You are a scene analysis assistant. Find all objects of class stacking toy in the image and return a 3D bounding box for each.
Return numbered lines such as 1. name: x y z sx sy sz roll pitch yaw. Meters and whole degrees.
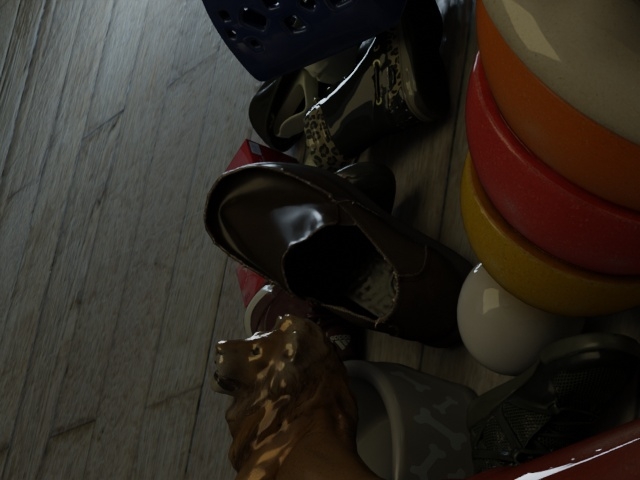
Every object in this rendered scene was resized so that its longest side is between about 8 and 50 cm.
1. stacking toy: 0.232 -0.057 1.459 0.480 0.351 0.350 112 161 -46

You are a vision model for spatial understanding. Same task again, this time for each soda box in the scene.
1. soda box: -0.060 -0.012 2.131 0.092 0.083 0.263 -56 28 24

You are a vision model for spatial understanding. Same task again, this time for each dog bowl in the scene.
1. dog bowl: 0.031 0.279 1.724 0.349 0.102 0.349 -42 38 43

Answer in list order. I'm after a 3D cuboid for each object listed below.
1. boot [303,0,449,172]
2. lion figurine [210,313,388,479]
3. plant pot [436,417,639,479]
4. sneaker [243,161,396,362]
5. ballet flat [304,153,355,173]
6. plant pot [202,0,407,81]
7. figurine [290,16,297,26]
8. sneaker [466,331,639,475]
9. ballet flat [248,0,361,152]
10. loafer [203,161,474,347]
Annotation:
1. boot: 0.056 -0.203 2.012 0.178 0.085 0.236 -31 47 32
2. lion figurine: 0.005 0.240 1.572 0.240 0.142 0.392 -58 42 5
3. plant pot: 0.222 0.249 1.230 0.265 0.272 0.272 -35 41 37
4. sneaker: 0.025 0.060 1.925 0.281 0.106 0.162 -59 38 29
5. ballet flat: 0.019 -0.104 2.077 0.052 0.057 0.168 17 87 67
6. plant pot: -0.029 -0.358 1.980 0.236 0.212 0.236 -17 43 42
7. figurine: -0.026 -0.366 2.342 0.215 0.092 0.209 -50 40 32
8. sneaker: 0.205 0.168 1.497 0.227 0.087 0.130 -42 38 47
9. ballet flat: -0.004 -0.216 2.181 0.280 0.095 0.096 -58 36 43
10. loafer: 0.000 0.000 1.807 0.366 0.130 0.134 22 98 39
